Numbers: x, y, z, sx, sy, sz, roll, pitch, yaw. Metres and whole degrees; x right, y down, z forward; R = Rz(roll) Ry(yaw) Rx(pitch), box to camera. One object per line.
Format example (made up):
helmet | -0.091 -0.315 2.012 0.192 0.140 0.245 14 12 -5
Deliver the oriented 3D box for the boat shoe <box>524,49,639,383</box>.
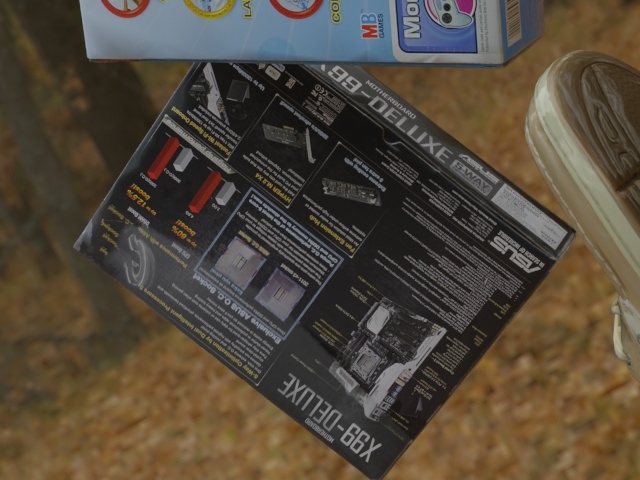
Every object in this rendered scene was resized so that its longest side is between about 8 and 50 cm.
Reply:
boat shoe | 0.192 0.042 0.987 0.098 0.302 0.109 -34 8 45

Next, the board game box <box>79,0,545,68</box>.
board game box | -0.020 -0.269 1.249 0.302 0.308 0.086 4 20 25

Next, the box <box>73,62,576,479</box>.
box | 0.000 0.000 1.489 0.242 0.307 0.076 -55 -4 25
